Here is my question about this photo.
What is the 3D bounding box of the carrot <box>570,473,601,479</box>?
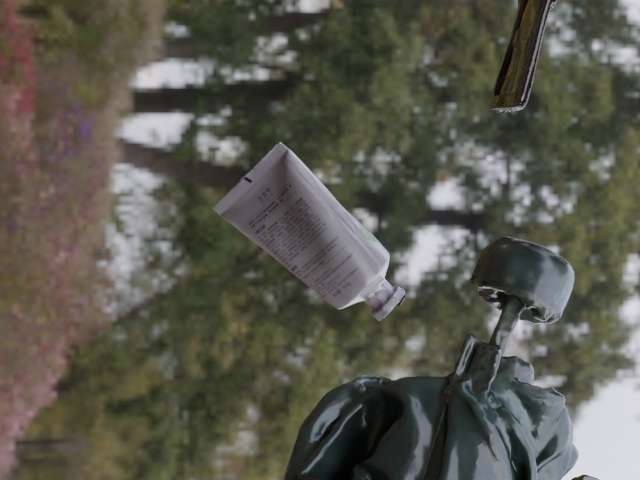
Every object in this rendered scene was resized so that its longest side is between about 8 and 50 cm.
[{"bbox_3d":[0.300,0.271,1.126,0.114,0.302,0.114,-59,-165,27],"label":"carrot"}]

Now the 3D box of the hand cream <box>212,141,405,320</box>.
[{"bbox_3d":[0.000,0.000,1.047,0.084,0.142,0.053,-42,-171,36],"label":"hand cream"}]

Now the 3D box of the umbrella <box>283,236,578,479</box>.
[{"bbox_3d":[0.038,0.159,0.742,0.094,0.143,0.348,4,-113,53],"label":"umbrella"}]

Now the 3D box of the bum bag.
[{"bbox_3d":[0.202,-0.199,1.428,0.109,0.026,0.159,-160,-95,-79],"label":"bum bag"}]
